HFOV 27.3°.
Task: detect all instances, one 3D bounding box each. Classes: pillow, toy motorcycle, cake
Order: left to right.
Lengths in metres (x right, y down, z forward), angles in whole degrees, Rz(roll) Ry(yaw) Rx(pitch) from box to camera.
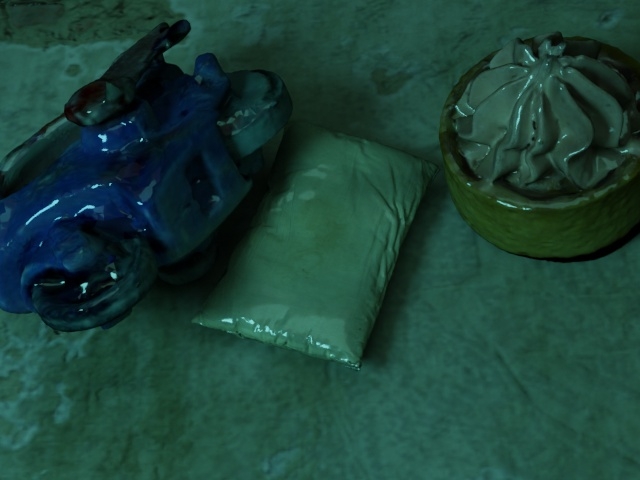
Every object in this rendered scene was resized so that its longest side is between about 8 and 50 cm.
[{"bbox_3d":[-0.166,-0.033,1.097,0.182,0.241,0.319,47,52,-12],"label":"toy motorcycle"},{"bbox_3d":[0.000,0.000,1.109,0.148,0.050,0.229,10,55,18],"label":"pillow"},{"bbox_3d":[0.199,-0.103,1.101,0.208,0.178,0.185,-28,54,-22],"label":"cake"}]
